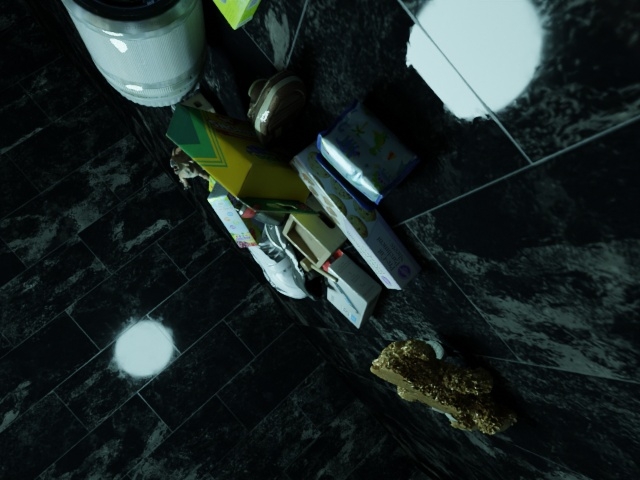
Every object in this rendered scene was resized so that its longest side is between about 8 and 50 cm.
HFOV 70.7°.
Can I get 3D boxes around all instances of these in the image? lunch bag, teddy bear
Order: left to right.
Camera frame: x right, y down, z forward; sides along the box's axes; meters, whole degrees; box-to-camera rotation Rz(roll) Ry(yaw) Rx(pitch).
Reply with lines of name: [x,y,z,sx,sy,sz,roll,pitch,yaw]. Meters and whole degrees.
lunch bag: [0.064,-0.119,0.681,0.129,0.096,0.151,46,178,3]
teddy bear: [0.281,0.328,1.025,0.338,0.113,0.245,28,152,5]

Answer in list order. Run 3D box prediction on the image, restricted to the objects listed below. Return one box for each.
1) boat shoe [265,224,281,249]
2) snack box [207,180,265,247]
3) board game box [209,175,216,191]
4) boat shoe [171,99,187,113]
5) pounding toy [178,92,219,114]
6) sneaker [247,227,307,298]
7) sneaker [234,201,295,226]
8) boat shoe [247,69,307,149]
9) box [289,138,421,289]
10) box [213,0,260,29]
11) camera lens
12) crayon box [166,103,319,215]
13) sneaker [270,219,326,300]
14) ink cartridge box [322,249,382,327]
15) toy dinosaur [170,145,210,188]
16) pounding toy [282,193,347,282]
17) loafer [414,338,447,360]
boat shoe: [-0.088,0.006,1.387,0.227,0.081,0.068,50,152,15]
snack box: [-0.233,-0.111,1.338,0.070,0.174,0.207,-6,135,19]
board game box: [-0.321,-0.201,1.501,0.043,0.092,0.181,50,164,-4]
boat shoe: [-0.387,-0.362,1.345,0.206,0.075,0.065,46,168,27]
pounding toy: [-0.289,-0.307,1.206,0.141,0.100,0.130,49,168,43]
sneaker: [-0.159,0.040,1.540,0.365,0.137,0.210,50,167,9]
sneaker: [-0.125,-0.109,1.095,0.135,0.097,0.276,27,-161,-16]
boat shoe: [-0.096,-0.244,0.809,0.095,0.095,0.257,56,164,-1]
box: [0.068,-0.047,0.871,0.324,0.067,0.063,52,164,-7]
box: [-0.157,-0.417,0.659,0.178,0.042,0.109,53,163,-15]
camera lens: [-0.322,-0.400,0.815,0.219,0.219,0.274,48,164,4]
crayon box: [-0.148,-0.168,0.945,0.319,0.081,0.202,40,-157,28]
sneaker: [-0.044,0.041,1.229,0.286,0.109,0.130,66,171,-29]
ink cartridge box: [0.047,0.109,1.286,0.261,0.066,0.296,44,163,17]
toy dinosaur: [-0.509,-0.313,1.718,0.295,0.127,0.200,50,162,48]
pounding toy: [0.005,0.008,1.094,0.181,0.094,0.206,44,157,4]
loafer: [0.272,0.271,1.109,0.039,0.045,0.125,34,167,-21]
